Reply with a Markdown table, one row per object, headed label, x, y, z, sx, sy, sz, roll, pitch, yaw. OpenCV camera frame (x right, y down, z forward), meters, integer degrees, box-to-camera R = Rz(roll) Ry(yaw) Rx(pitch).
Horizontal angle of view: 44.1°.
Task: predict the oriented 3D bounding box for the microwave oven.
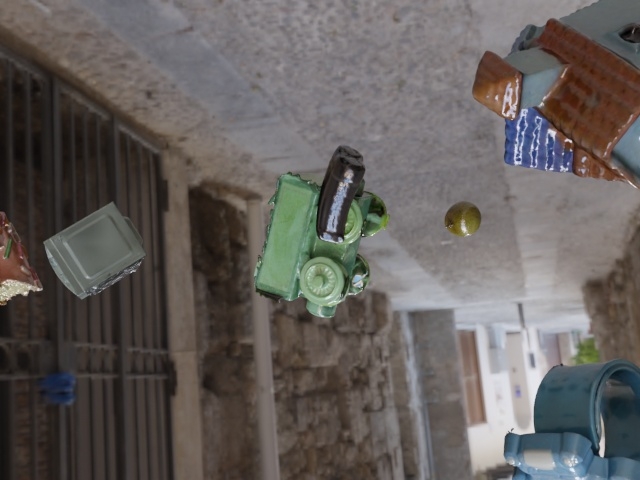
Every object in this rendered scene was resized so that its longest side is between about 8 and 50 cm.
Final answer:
| label | x | y | z | sx | sy | sz | roll | pitch | yaw |
| --- | --- | --- | --- | --- | --- | --- | --- | --- | --- |
| microwave oven | -0.414 | 0.026 | 1.474 | 0.162 | 0.122 | 0.208 | -32 | -177 | -16 |

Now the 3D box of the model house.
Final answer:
| label | x | y | z | sx | sy | sz | roll | pitch | yaw |
| --- | --- | --- | --- | --- | --- | --- | --- | --- | --- |
| model house | 0.363 | -0.165 | 1.033 | 0.329 | 0.295 | 0.251 | -20 | 134 | -18 |

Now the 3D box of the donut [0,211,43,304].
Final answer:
| label | x | y | z | sx | sy | sz | roll | pitch | yaw |
| --- | --- | --- | --- | --- | --- | --- | --- | --- | --- |
| donut | -0.356 | 0.002 | 0.832 | 0.065 | 0.117 | 0.166 | -26 | 168 | -15 |

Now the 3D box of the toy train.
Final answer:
| label | x | y | z | sx | sy | sz | roll | pitch | yaw |
| --- | --- | --- | --- | --- | --- | --- | --- | --- | --- |
| toy train | 0.000 | 0.000 | 1.426 | 0.188 | 0.271 | 0.159 | 18 | -167 | 20 |

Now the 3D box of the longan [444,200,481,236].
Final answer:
| label | x | y | z | sx | sy | sz | roll | pitch | yaw |
| --- | --- | --- | --- | --- | --- | --- | --- | --- | --- |
| longan | 0.269 | -0.039 | 1.519 | 0.083 | 0.075 | 0.075 | -21 | 177 | -26 |

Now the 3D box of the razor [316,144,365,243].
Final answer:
| label | x | y | z | sx | sy | sz | roll | pitch | yaw |
| --- | --- | --- | --- | --- | --- | --- | --- | --- | --- |
| razor | 0.027 | -0.071 | 1.246 | 0.054 | 0.148 | 0.090 | 12 | -152 | -8 |

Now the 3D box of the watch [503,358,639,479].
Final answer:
| label | x | y | z | sx | sy | sz | roll | pitch | yaw |
| --- | --- | --- | --- | --- | --- | --- | --- | --- | --- |
| watch | 0.341 | 0.238 | 0.980 | 0.211 | 0.193 | 0.211 | 20 | 143 | 16 |
